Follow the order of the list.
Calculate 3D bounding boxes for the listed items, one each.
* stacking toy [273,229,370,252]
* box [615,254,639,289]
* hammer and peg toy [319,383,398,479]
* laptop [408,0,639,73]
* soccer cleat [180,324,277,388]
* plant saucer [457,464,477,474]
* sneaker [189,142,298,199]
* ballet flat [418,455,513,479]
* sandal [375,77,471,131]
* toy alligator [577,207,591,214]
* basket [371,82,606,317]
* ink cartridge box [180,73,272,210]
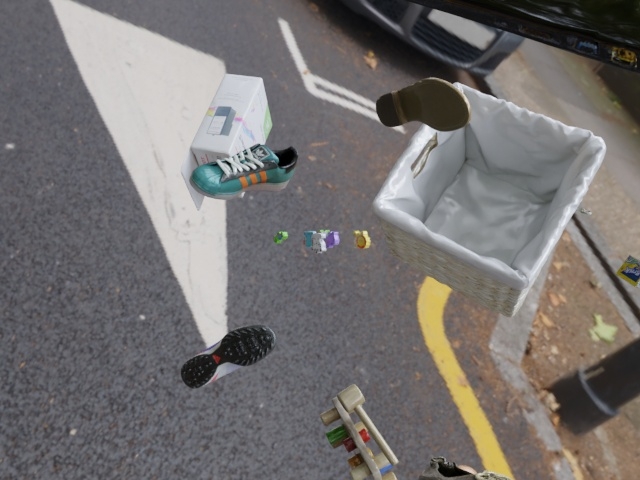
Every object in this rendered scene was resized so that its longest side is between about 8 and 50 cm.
[{"bbox_3d":[0.000,0.000,1.777,0.167,0.221,0.052,-3,94,-41],"label":"stacking toy"},{"bbox_3d":[0.740,0.089,1.482,0.169,0.054,0.059,22,17,-37],"label":"box"},{"bbox_3d":[0.105,0.574,1.844,0.127,0.361,0.266,-26,53,-9],"label":"hammer and peg toy"},{"bbox_3d":[0.331,-0.155,0.491,0.408,0.382,0.236,40,-18,45],"label":"laptop"},{"bbox_3d":[-0.244,0.312,1.834,0.108,0.318,0.116,61,21,4],"label":"soccer cleat"},{"bbox_3d":[0.276,0.484,1.295,0.083,0.083,0.013,29,4,-16],"label":"plant saucer"},{"bbox_3d":[-0.181,-0.183,1.611,0.302,0.121,0.108,-14,57,-45],"label":"sneaker"},{"bbox_3d":[0.186,0.311,0.850,0.084,0.250,0.058,14,71,-4],"label":"ballet flat"},{"bbox_3d":[0.191,-0.235,1.105,0.079,0.240,0.088,-25,109,-25],"label":"sandal"},{"bbox_3d":[0.601,-0.105,1.678,0.190,0.051,0.056,9,14,3],"label":"toy alligator"},{"bbox_3d":[0.331,-0.072,1.315,0.331,0.328,0.266,28,-15,22],"label":"basket"},{"bbox_3d":[-0.253,-0.265,1.836,0.119,0.207,0.353,11,60,12],"label":"ink cartridge box"}]
